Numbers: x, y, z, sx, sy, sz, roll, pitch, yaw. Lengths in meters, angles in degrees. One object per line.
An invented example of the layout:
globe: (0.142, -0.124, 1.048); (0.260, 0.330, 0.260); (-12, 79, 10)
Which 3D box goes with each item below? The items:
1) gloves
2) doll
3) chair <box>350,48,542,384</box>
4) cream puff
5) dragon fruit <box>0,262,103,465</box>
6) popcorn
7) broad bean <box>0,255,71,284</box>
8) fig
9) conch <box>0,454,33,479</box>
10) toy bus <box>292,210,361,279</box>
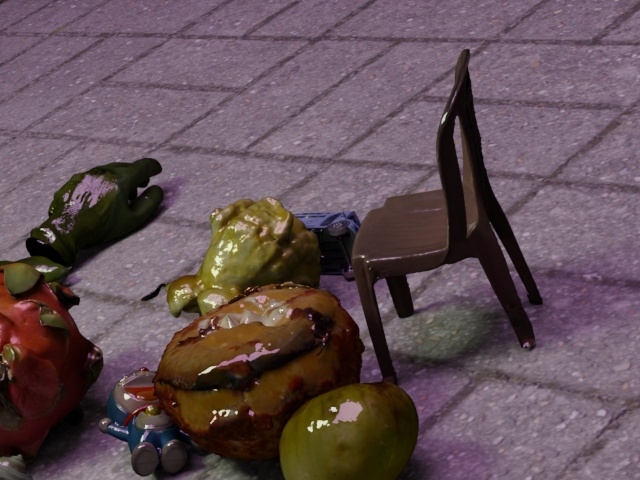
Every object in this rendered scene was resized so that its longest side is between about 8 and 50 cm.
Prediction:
gloves: (-0.326, -0.052, 2.537); (0.135, 0.107, 0.268); (28, 42, 18)
doll: (-0.193, 0.203, 1.933); (0.114, 0.085, 0.152); (-1, 31, -14)
chair: (0.118, -0.029, 1.888); (0.183, 0.326, 0.175); (-11, 24, 17)
cream puff: (-0.062, 0.148, 1.855); (0.240, 0.164, 0.240); (-14, 12, 3)
dragon fruit: (-0.371, 0.144, 2.032); (0.224, 0.224, 0.227); (-28, 30, -17)
popcorn: (-0.095, 0.044, 2.115); (0.195, 0.173, 0.168); (-55, -4, -13)
broad bean: (-0.464, 0.057, 2.473); (0.254, 0.046, 0.065); (-10, 33, 23)
fig: (0.028, 0.202, 1.718); (0.153, 0.121, 0.136); (-43, -11, -5)
conch: (-0.377, 0.301, 1.776); (0.200, 0.172, 0.131); (-60, 10, -32)
toy bus: (0.000, 0.000, 2.213); (0.167, 0.073, 0.076); (0, 29, 38)
